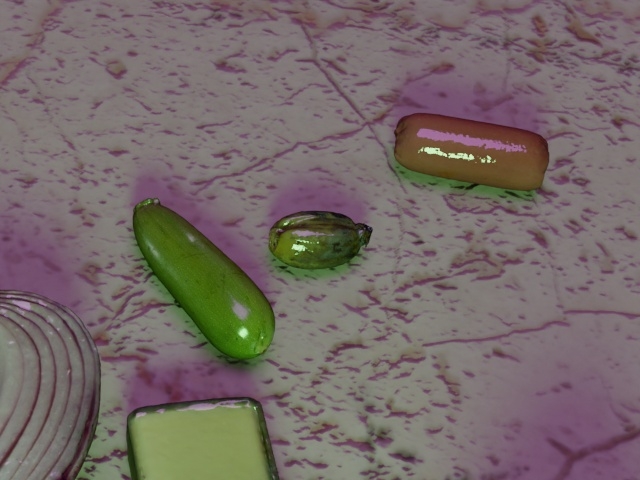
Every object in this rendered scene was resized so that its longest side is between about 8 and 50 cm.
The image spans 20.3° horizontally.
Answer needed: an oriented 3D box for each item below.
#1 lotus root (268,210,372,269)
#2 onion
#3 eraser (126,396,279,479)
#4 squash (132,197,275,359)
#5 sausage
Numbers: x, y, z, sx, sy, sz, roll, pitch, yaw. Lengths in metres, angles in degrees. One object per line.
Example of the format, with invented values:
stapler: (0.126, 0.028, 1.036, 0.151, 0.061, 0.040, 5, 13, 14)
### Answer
lotus root: (0.000, 0.000, 1.677, 0.099, 0.049, 0.054, -4, 43, -11)
onion: (-0.295, 0.168, 1.446, 0.227, 0.120, 0.284, 5, 47, -8)
eraser: (-0.092, 0.216, 1.480, 0.117, 0.058, 0.172, -6, 52, -14)
squash: (-0.109, 0.031, 1.628, 0.066, 0.066, 0.201, -25, 56, -26)
sausage: (0.148, -0.088, 1.765, 0.154, 0.062, 0.062, 10, 50, -2)
